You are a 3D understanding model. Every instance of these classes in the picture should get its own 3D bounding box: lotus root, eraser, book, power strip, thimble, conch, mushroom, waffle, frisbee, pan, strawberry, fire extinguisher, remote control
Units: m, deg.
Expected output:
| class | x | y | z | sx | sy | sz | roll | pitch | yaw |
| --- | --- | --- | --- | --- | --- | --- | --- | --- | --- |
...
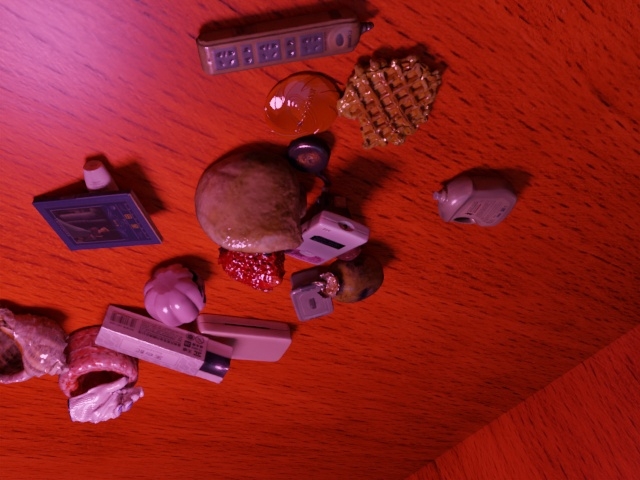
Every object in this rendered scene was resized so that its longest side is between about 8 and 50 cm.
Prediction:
| class | x | y | z | sx | sy | sz | roll | pitch | yaw |
| --- | --- | --- | --- | --- | --- | --- | --- | --- | --- |
| lotus root | 0.090 | 0.118 | 1.928 | 0.278 | 0.154 | 0.154 | -8 | 145 | -50 |
| eraser | -0.475 | 0.321 | 1.956 | 0.404 | 0.098 | 0.096 | 23 | 129 | -17 |
| book | -0.553 | -0.047 | 1.591 | 0.269 | 0.025 | 0.191 | -4 | 141 | 13 |
| power strip | -0.070 | -0.430 | 1.378 | 0.387 | 0.066 | 0.092 | -13 | 141 | -7 |
| thimble | -0.685 | 0.386 | 1.985 | 0.239 | 0.162 | 0.239 | -11 | 136 | -11 |
| conch | -0.849 | 0.289 | 1.829 | 0.210 | 0.159 | 0.291 | -40 | 98 | 16 |
| mushroom | -0.151 | -0.093 | 1.603 | 0.292 | 0.217 | 0.212 | 6 | 129 | -24 |
| waffle | 0.163 | -0.339 | 1.570 | 0.291 | 0.051 | 0.291 | -11 | 140 | -9 |
| frisbee | -0.041 | -0.314 | 1.538 | 0.192 | 0.035 | 0.192 | -10 | 138 | -9 |
| pan | -0.015 | -0.191 | 1.667 | 0.115 | 0.040 | 0.212 | -8 | 147 | 18 |
| strawberry | -0.181 | 0.053 | 1.777 | 0.187 | 0.201 | 0.184 | -29 | 160 | -15 |
| fire extinguisher | 0.045 | -0.051 | 1.804 | 0.105 | 0.105 | 0.269 | -21 | 139 | 4 |
| remote control | 0.000 | -0.001 | 1.744 | 0.145 | 0.050 | 0.344 | 21 | 161 | -18 |

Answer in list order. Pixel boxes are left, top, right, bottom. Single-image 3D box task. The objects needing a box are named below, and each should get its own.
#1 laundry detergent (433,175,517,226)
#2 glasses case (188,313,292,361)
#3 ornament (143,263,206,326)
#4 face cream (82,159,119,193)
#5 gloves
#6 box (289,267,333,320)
| class | x | y | z | sx | sy | sz | roll | pitch | yaw |
| --- | --- | --- | --- | --- | --- | --- | --- | --- | --- |
| laundry detergent | 0.443 | -0.116 | 1.884 | 0.253 | 0.091 | 0.181 | 5 | 140 | -24 |
| glasses case | -0.270 | 0.329 | 2.129 | 0.336 | 0.076 | 0.144 | 11 | 132 | -29 |
| ornament | -0.413 | 0.161 | 1.825 | 0.177 | 0.177 | 0.177 | -10 | 138 | -9 |
| face cream | -0.531 | -0.118 | 1.565 | 0.072 | 0.051 | 0.182 | -7 | 140 | -2 |
| gloves | -0.644 | 0.482 | 1.913 | 0.229 | 0.119 | 0.097 | -11 | -179 | 1 |
| box | -0.033 | 0.166 | 2.023 | 0.124 | 0.093 | 0.172 | -15 | 138 | -3 |
